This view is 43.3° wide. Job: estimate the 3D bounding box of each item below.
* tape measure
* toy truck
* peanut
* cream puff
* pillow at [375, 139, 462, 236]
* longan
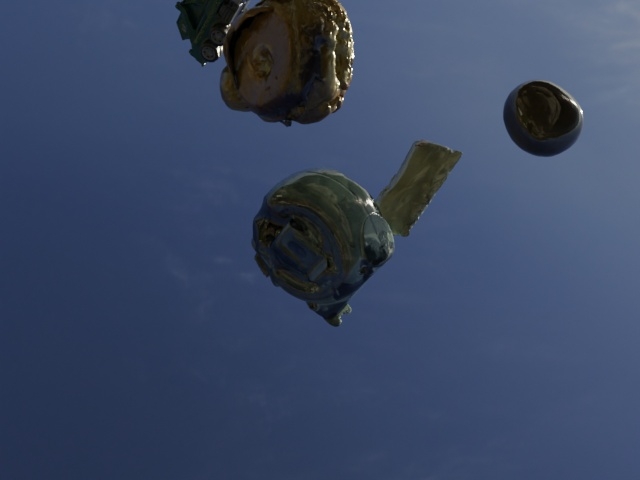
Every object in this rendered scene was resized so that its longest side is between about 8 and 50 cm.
[{"bbox_3d":[0.000,0.000,1.539,0.275,0.256,0.147,44,-140,7],"label":"tape measure"},{"bbox_3d":[-0.180,-0.421,1.414,0.116,0.216,0.110,35,-138,-6],"label":"toy truck"},{"bbox_3d":[-0.111,-0.249,1.360,0.089,0.089,0.192,-30,-143,-29],"label":"peanut"},{"bbox_3d":[-0.022,-0.172,0.747,0.104,0.133,0.119,-4,-131,-45],"label":"cream puff"},{"bbox_3d":[0.183,-0.106,1.621,0.128,0.051,0.229,18,-114,43],"label":"pillow"},{"bbox_3d":[0.514,-0.282,1.868,0.189,0.189,0.189,5,-128,-6],"label":"longan"}]
